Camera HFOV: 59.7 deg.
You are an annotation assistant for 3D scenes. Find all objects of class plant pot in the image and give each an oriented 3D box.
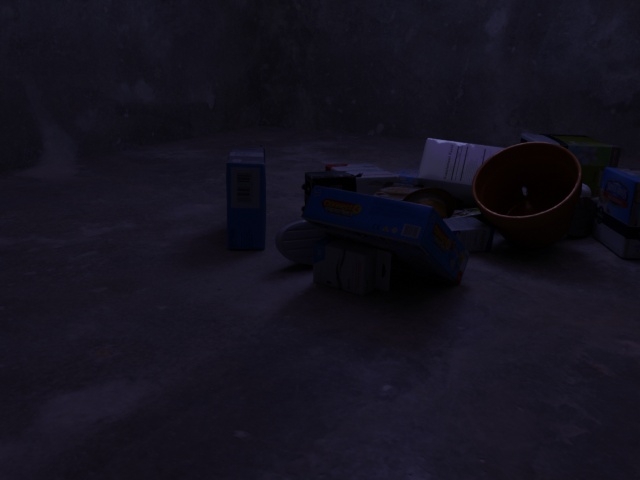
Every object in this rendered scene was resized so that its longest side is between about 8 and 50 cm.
[{"bbox_3d":[0.603,-0.110,1.605,0.291,0.203,0.291,-17,44,18],"label":"plant pot"}]

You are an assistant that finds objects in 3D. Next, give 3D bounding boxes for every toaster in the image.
[{"bbox_3d":[0.033,-0.142,1.828,0.186,0.168,0.110,-6,19,-21],"label":"toaster"}]

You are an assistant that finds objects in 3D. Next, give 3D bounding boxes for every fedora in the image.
[{"bbox_3d":[0.329,-0.076,1.706,0.194,0.194,0.079,-2,47,-10],"label":"fedora"}]

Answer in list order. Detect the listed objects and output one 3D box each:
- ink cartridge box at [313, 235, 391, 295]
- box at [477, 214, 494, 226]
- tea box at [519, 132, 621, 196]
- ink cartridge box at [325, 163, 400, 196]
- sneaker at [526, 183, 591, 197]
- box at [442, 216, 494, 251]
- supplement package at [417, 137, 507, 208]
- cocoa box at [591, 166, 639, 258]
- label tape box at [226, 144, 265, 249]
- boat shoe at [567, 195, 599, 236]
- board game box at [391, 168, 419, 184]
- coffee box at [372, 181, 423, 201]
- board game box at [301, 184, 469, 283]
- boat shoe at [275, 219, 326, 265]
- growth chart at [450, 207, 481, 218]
[{"bbox_3d":[0.071,0.062,1.311,0.180,0.104,0.060,13,22,33],"label":"ink cartridge box"},{"bbox_3d":[0.665,-0.083,1.877,0.233,0.044,0.159,-13,19,-37],"label":"box"},{"bbox_3d":[1.047,-0.330,2.397,0.324,0.220,0.329,2,19,5],"label":"tea box"},{"bbox_3d":[0.156,-0.219,2.155,0.197,0.114,0.273,-4,18,-20],"label":"ink cartridge box"},{"bbox_3d":[0.930,-0.183,2.187,0.235,0.090,0.095,9,32,33],"label":"sneaker"},{"bbox_3d":[0.412,-0.017,1.629,0.137,0.072,0.126,-4,19,-14],"label":"box"},{"bbox_3d":[0.512,-0.234,2.014,0.293,0.175,0.177,11,-21,17],"label":"supplement package"},{"bbox_3d":[1.023,-0.081,1.624,0.347,0.228,0.231,3,18,4],"label":"cocoa box"},{"bbox_3d":[-0.220,-0.143,1.680,0.115,0.249,0.347,-1,18,-7],"label":"label tape box"},{"bbox_3d":[0.826,-0.083,1.819,0.355,0.132,0.130,-3,7,-40],"label":"boat shoe"},{"bbox_3d":[0.432,-0.280,2.485,0.212,0.039,0.160,9,20,25],"label":"board game box"},{"bbox_3d":[0.262,-0.124,1.901,0.141,0.098,0.246,8,19,16],"label":"coffee box"},{"bbox_3d":[0.162,-0.011,1.329,0.308,0.086,0.302,14,-12,33],"label":"board game box"},{"bbox_3d":[0.000,0.000,1.516,0.335,0.121,0.119,0,7,-42],"label":"boat shoe"},{"bbox_3d":[0.484,-0.094,1.846,0.237,0.021,0.172,-13,7,14],"label":"growth chart"}]
